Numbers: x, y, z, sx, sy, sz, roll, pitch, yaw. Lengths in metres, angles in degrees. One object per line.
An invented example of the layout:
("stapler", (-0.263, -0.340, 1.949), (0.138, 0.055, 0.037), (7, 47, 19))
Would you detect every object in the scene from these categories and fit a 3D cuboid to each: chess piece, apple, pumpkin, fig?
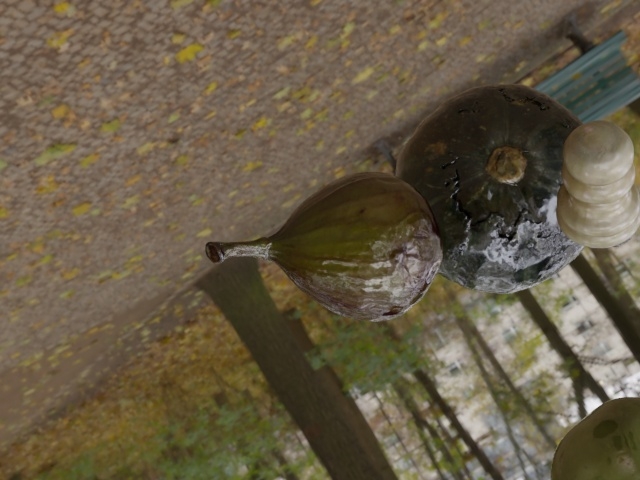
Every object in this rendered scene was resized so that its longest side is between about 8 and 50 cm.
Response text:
("chess piece", (0.456, -0.101, 1.275), (0.143, 0.142, 0.261), (-31, 148, 0))
("apple", (0.644, 0.503, 1.590), (0.357, 0.357, 0.357), (-30, 170, -6))
("pumpkin", (0.379, -0.113, 1.661), (0.455, 0.454, 0.344), (-30, 171, -7))
("fig", (0.000, 0.000, 1.064), (0.321, 0.216, 0.217), (3, 155, -22))
